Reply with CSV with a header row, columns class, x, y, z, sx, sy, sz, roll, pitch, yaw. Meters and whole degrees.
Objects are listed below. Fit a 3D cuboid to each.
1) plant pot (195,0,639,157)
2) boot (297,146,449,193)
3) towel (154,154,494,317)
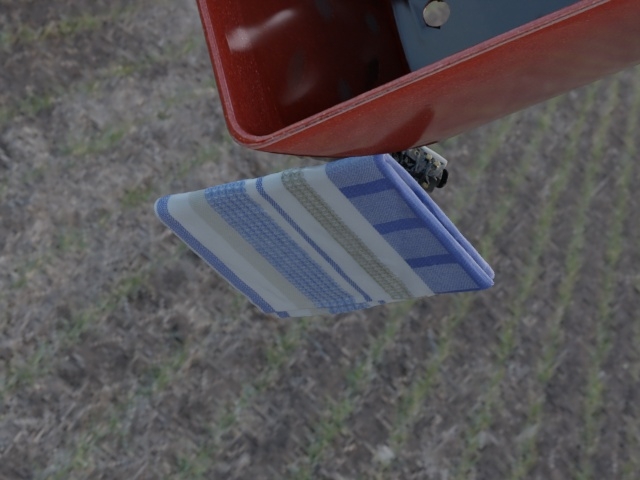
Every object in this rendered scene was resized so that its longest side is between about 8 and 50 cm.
class,x,y,z,sx,sy,sz,roll,pitch,yaw
plant pot,0.085,-0.195,0.663,0.235,0.267,0.267,19,53,-66
boot,0.056,-0.086,1.033,0.137,0.077,0.198,28,14,4
towel,0.000,0.000,1.064,0.209,0.285,0.034,44,51,-36
